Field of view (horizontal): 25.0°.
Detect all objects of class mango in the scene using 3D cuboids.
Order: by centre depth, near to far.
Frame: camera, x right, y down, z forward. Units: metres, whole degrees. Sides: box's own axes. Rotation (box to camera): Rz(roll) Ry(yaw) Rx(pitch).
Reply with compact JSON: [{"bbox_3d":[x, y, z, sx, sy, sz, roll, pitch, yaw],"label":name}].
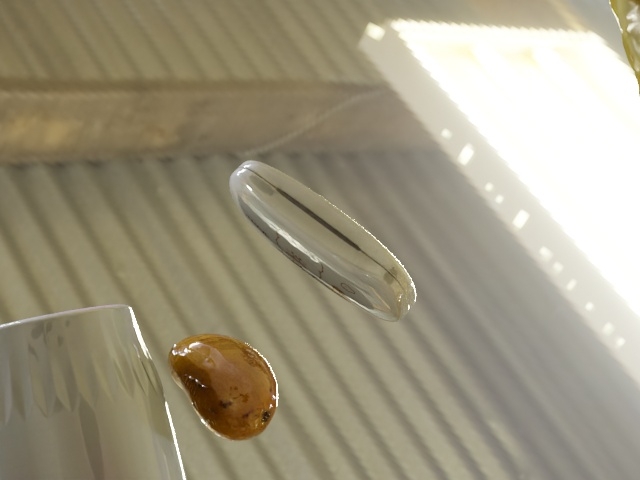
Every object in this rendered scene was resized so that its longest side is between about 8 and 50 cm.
[{"bbox_3d":[-0.114,0.162,1.694,0.105,0.084,0.159,-39,-114,-11],"label":"mango"}]

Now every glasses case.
[{"bbox_3d":[0.000,0.000,1.213,0.193,0.074,0.049,36,-112,20],"label":"glasses case"}]

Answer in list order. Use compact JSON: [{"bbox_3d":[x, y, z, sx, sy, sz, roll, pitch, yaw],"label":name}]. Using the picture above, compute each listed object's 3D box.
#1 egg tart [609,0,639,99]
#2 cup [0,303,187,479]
[{"bbox_3d":[0.256,-0.102,0.777,0.315,0.120,0.315,34,-137,-39],"label":"egg tart"},{"bbox_3d":[-0.274,0.271,1.632,0.253,0.253,0.372,-7,-96,-40],"label":"cup"}]
